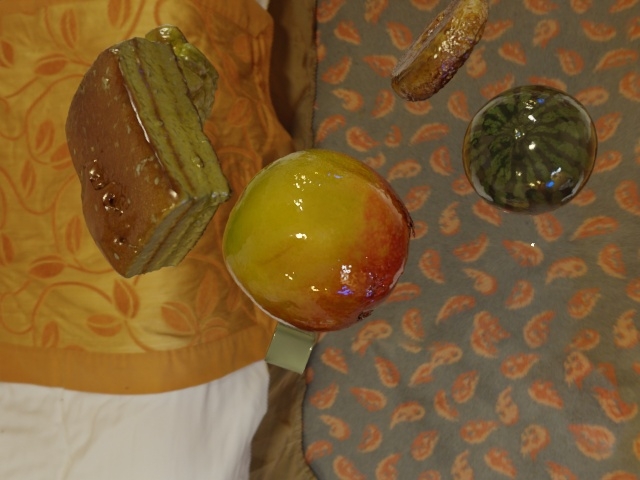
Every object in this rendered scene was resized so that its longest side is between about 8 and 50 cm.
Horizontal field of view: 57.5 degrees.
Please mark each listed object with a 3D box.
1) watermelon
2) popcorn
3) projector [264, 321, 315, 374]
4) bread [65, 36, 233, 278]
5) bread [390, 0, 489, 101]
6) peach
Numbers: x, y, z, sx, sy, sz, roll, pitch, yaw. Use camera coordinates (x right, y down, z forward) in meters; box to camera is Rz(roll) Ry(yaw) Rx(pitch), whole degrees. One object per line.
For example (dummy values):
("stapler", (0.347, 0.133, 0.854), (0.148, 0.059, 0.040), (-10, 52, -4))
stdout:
("watermelon", (0.329, -0.141, 0.922), (0.212, 0.212, 0.212), (0, 90, 20))
("popcorn", (-0.320, -0.338, 1.250), (0.206, 0.251, 0.237), (22, 142, -7))
("projector", (-0.062, 0.214, 1.180), (0.082, 0.083, 0.083), (21, 92, -3))
("bread", (-0.220, -0.098, 0.704), (0.184, 0.111, 0.234), (-42, 66, 41))
("bread", (0.175, -0.281, 0.857), (0.064, 0.193, 0.193), (35, 103, -14))
("peach", (0.000, 0.000, 0.730), (0.231, 0.231, 0.230), (0, 90, 20))
